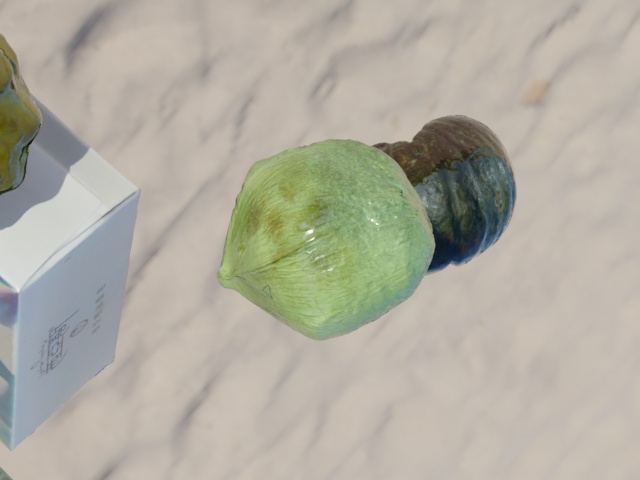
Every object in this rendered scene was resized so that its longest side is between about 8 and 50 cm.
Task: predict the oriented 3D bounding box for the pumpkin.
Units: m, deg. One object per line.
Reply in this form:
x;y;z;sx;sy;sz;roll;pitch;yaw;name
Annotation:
0.087;-0.032;1.535;0.183;0.107;0.119;-21;102;-18;pumpkin

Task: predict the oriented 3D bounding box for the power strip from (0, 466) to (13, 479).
-0.189;0.188;1.195;0.019;0.136;0.051;-46;178;31;power strip

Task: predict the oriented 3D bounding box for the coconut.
0.000;0.000;0.822;0.096;0.088;0.088;-22;144;-3;coconut

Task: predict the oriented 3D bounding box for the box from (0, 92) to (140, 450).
-0.239;-0.003;1.274;0.116;0.203;0.274;-43;168;-26;box

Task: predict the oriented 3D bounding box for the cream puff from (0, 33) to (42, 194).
-0.234;-0.084;1.058;0.146;0.116;0.146;-12;130;-14;cream puff
